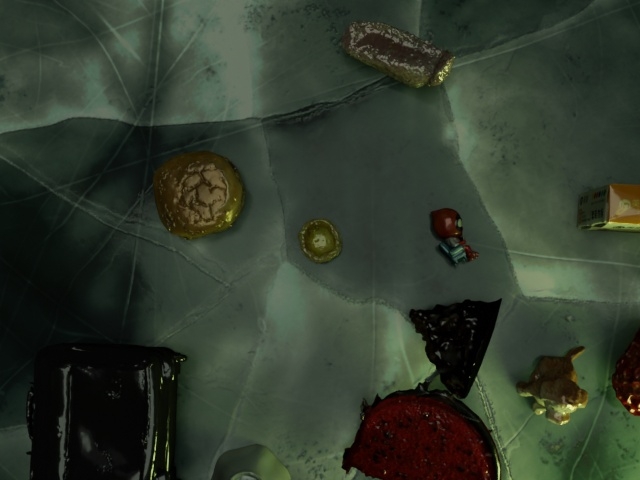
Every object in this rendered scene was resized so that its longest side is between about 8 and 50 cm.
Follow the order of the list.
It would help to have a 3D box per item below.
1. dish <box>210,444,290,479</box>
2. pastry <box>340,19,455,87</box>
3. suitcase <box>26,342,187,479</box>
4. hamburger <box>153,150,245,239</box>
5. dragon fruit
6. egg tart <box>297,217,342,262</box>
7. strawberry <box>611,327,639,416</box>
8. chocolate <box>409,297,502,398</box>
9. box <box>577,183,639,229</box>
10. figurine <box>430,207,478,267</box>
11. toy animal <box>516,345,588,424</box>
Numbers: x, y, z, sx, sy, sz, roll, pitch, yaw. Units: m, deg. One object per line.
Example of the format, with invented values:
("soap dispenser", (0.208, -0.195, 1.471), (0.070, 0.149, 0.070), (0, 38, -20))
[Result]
("dish", (-0.161, 0.551, 1.689), (0.191, 0.066, 0.190), (0, 85, 2))
("pastry", (0.180, -0.423, 1.744), (0.265, 0.112, 0.103), (27, 93, 16))
("suitcase", (-0.474, 0.396, 1.673), (0.339, 0.188, 0.345), (0, 86, 8))
("hamburger", (-0.274, -0.106, 1.739), (0.214, 0.108, 0.213), (0, 87, 7))
("dragon fruit", (0.243, 0.427, 1.642), (0.343, 0.100, 0.282), (22, 115, 8))
("egg tart", (0.000, 0.000, 1.744), (0.105, 0.039, 0.105), (0, 85, 3))
("strawberry", (0.719, 0.289, 1.640), (0.178, 0.234, 0.234), (-42, 84, 27))
("chocolate", (0.265, 0.211, 1.639), (0.177, 0.224, 0.206), (19, 56, 19))
("box", (0.710, -0.062, 1.628), (0.274, 0.221, 0.091), (3, 87, 1))
("figurine", (0.295, -0.011, 1.721), (0.075, 0.068, 0.140), (-26, 78, 3))
("toy animal", (0.520, 0.295, 1.621), (0.104, 0.185, 0.184), (43, 88, 7))
